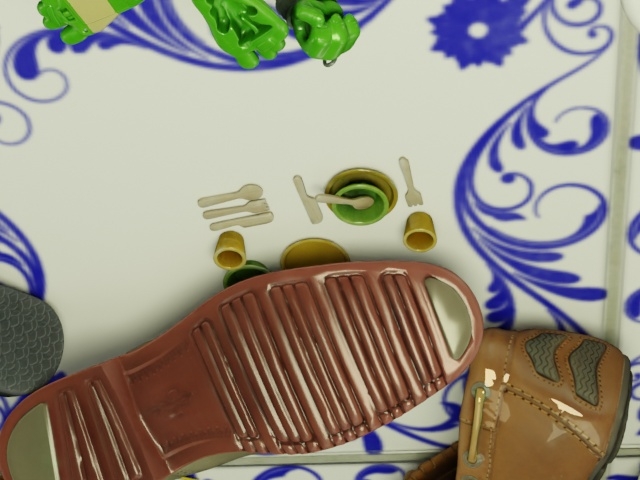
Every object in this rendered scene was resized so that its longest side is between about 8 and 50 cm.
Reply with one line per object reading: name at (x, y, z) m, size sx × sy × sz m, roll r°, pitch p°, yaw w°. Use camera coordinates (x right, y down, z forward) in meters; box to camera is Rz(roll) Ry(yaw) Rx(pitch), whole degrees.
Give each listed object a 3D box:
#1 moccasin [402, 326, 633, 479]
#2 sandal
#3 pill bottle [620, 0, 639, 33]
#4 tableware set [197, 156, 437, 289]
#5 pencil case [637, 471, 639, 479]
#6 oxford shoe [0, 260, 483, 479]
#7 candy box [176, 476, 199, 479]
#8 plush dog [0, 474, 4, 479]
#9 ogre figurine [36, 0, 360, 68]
moccasin at (0.108, 0.209, 1.272) m, size 0.147 × 0.139 × 0.380 m, roll 17°, pitch 138°, yaw 2°
sandal at (-0.292, 0.037, 1.147) m, size 0.254 × 0.097 × 0.054 m, roll 35°, pitch 154°, yaw -28°
pill bottle at (0.188, -0.187, 0.807) m, size 0.117 × 0.208 × 0.118 m, roll 1°, pitch 136°, yaw 1°
tableware set at (0.000, 0.000, 1.139) m, size 0.154 × 0.024 × 0.104 m, roll -11°, pitch 135°, yaw 12°
pencil case at (0.339, 0.095, 1.124) m, size 0.183 × 0.160 × 0.410 m, roll 13°, pitch 136°, yaw 3°
oxford shoe at (-0.050, 0.092, 1.189) m, size 0.348 × 0.130 × 0.123 m, roll -17°, pitch 88°, yaw 14°
candy box at (-0.168, 0.253, 1.403) m, size 0.105 × 0.027 × 0.206 m, roll 14°, pitch 135°, yaw -6°
plush dog at (-0.263, 0.299, 1.337) m, size 0.225 × 0.211 × 0.262 m, roll -36°, pitch 119°, yaw 9°
ogre figurine at (-0.076, -0.161, 0.911) m, size 0.197 × 0.118 × 0.097 m, roll 1°, pitch 140°, yaw 3°
